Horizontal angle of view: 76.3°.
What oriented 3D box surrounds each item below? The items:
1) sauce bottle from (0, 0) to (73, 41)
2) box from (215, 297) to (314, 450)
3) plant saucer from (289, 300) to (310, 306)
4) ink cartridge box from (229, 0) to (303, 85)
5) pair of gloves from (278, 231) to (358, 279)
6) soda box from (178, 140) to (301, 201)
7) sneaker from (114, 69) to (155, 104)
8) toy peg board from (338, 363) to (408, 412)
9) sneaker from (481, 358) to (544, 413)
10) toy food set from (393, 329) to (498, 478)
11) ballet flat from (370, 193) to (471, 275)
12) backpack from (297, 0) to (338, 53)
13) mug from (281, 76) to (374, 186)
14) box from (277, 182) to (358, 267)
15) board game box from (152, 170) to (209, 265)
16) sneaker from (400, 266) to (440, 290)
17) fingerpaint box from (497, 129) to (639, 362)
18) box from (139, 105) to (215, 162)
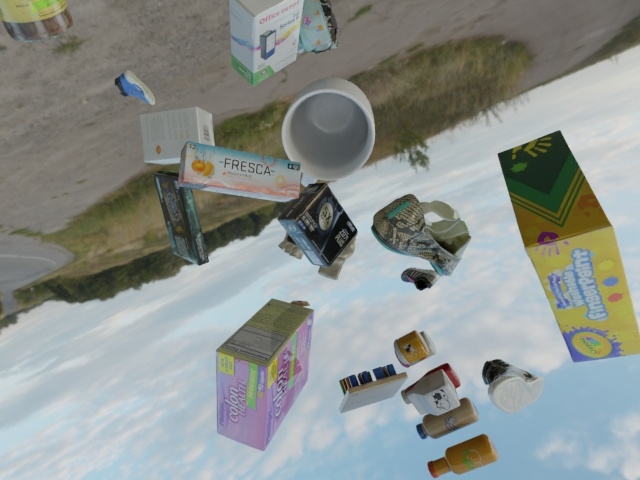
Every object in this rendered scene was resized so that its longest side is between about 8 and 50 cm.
[{"bbox_3d":[-0.471,-0.465,0.563,0.112,0.111,0.344,-26,148,-20],"label":"sauce bottle"},{"bbox_3d":[-0.116,0.284,0.912,0.118,0.213,0.243,12,-159,18],"label":"box"},{"bbox_3d":[-0.079,0.240,1.559,0.084,0.015,0.083,3,177,0],"label":"plant saucer"},{"bbox_3d":[-0.132,-0.505,0.979,0.154,0.093,0.212,-41,169,-22],"label":"ink cartridge box"},{"bbox_3d":[0.000,0.000,1.391,0.204,0.240,0.042,-60,177,-17],"label":"pair of gloves"},{"bbox_3d":[-0.125,-0.104,0.644,0.183,0.062,0.058,6,175,-26],"label":"soda box"},{"bbox_3d":[-0.705,-0.563,1.541,0.085,0.058,0.152,-22,148,13],"label":"sneaker"},{"bbox_3d":[0.126,0.376,1.085,0.162,0.079,0.160,-11,143,-16],"label":"toy peg board"},{"bbox_3d":[0.521,0.416,1.189,0.296,0.104,0.147,11,-179,-41],"label":"sneaker"},{"bbox_3d":[0.162,0.244,0.631,0.105,0.232,0.111,-33,-170,16],"label":"toy food set"},{"bbox_3d":[0.319,-0.011,1.135,0.182,0.164,0.483,-41,146,18],"label":"ballet flat"},{"bbox_3d":[-0.029,-0.597,1.109,0.145,0.165,0.188,-13,-160,5],"label":"backpack"},{"bbox_3d":[0.016,-0.349,1.351,0.328,0.277,0.373,-82,-166,-57],"label":"mug"},{"bbox_3d":[-0.004,-0.041,1.105,0.078,0.180,0.147,5,-132,51],"label":"box"},{"bbox_3d":[-0.291,-0.048,0.847,0.026,0.186,0.126,-24,-153,-38],"label":"board game box"},{"bbox_3d":[0.358,0.147,1.514,0.171,0.063,0.074,-2,-141,51],"label":"sneaker"},{"bbox_3d":[0.613,0.018,1.007,0.163,0.444,0.371,-20,-145,28],"label":"fingerpaint box"},{"bbox_3d":[-0.387,-0.281,1.111,0.171,0.129,0.091,-3,-176,13],"label":"box"}]
